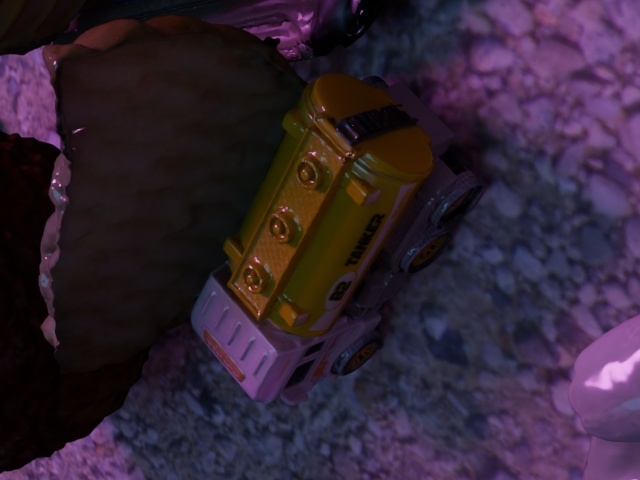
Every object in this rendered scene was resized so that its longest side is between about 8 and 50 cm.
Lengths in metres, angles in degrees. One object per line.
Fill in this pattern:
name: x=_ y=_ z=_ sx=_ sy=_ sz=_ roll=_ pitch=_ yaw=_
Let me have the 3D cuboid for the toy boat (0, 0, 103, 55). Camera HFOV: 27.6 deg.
toy boat: x=-0.160 y=-0.199 z=0.816 sx=0.310 sy=0.115 sz=0.089 roll=-31 pitch=79 yaw=58

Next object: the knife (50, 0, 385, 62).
knife: x=-0.075 y=-0.145 z=0.838 sx=0.365 sy=0.043 sz=0.089 roll=-2 pitch=72 yaw=48

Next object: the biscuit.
biscuit: x=-0.083 y=-0.031 z=0.784 sx=0.036 sy=0.187 sz=0.273 roll=56 pitch=147 yaw=34

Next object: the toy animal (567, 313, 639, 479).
toy animal: x=0.197 y=0.175 z=0.593 sx=0.272 sy=0.206 sz=0.265 roll=60 pitch=148 yaw=31

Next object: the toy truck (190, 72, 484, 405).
toy truck: x=0.000 y=0.000 z=0.764 sx=0.098 sy=0.114 sz=0.227 roll=48 pitch=134 yaw=20

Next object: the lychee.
lychee: x=-0.247 y=0.052 z=0.941 sx=0.260 sy=0.260 sz=0.260 roll=20 pitch=119 yaw=39
